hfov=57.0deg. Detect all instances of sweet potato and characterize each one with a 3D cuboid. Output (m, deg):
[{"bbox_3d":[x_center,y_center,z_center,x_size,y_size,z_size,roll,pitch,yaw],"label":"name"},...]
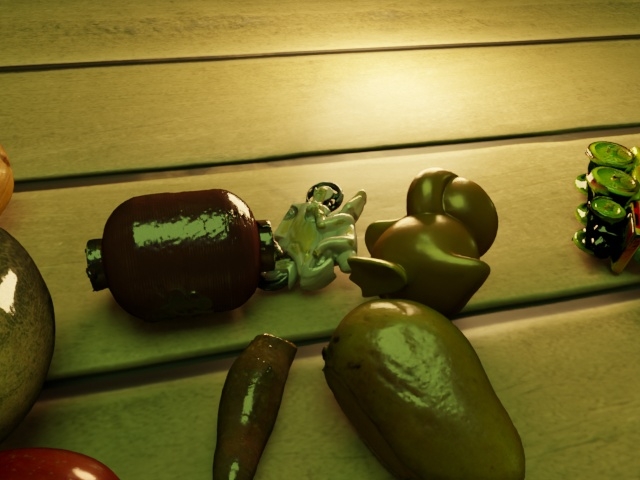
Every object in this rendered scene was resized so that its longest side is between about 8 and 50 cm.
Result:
[{"bbox_3d":[-0.087,0.198,0.679,0.077,0.077,0.244,13,43,8],"label":"sweet potato"}]

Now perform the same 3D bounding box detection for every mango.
[{"bbox_3d":[0.115,0.180,0.674,0.167,0.130,0.262,-33,68,-6],"label":"mango"}]

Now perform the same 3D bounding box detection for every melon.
[{"bbox_3d":[-0.409,0.100,0.616,0.248,0.249,0.329,-15,29,-21],"label":"melon"}]

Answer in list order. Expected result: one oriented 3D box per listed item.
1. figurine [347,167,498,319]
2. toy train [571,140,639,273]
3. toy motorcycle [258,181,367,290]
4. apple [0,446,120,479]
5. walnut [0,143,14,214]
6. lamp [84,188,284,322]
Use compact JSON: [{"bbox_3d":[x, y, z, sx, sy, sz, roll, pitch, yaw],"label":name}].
[{"bbox_3d":[0.154,0.018,0.820,0.215,0.215,0.228,8,31,3],"label":"figurine"},{"bbox_3d":[0.521,-0.063,1.010,0.160,0.101,0.296,18,44,10],"label":"toy train"},{"bbox_3d":[0.000,0.000,0.898,0.151,0.074,0.229,19,55,25],"label":"toy motorcycle"},{"bbox_3d":[-0.266,0.267,0.516,0.168,0.181,0.181,16,43,20],"label":"apple"},{"bbox_3d":[-0.579,-0.092,0.870,0.225,0.193,0.193,-8,44,-14],"label":"walnut"},{"bbox_3d":[-0.182,0.020,0.807,0.257,0.180,0.180,-6,44,-14],"label":"lamp"}]
